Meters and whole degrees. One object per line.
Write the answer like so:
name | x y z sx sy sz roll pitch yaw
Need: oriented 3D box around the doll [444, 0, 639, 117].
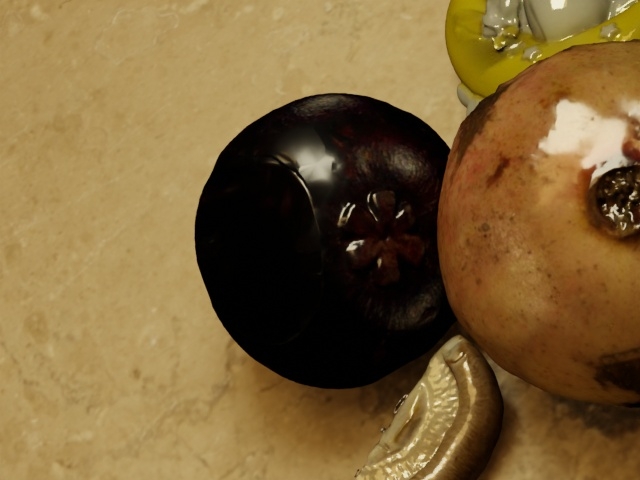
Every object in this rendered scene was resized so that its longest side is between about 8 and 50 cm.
doll | 0.233 -0.214 1.633 0.237 0.111 0.252 -22 55 32

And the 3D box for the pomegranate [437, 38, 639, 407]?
pomegranate | 0.253 -0.015 1.364 0.322 0.322 0.322 -15 53 20

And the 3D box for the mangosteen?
mangosteen | -0.001 0.001 1.537 0.287 0.233 0.287 11 107 38

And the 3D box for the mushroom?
mushroom | 0.092 0.187 1.458 0.094 0.072 0.210 26 78 41
